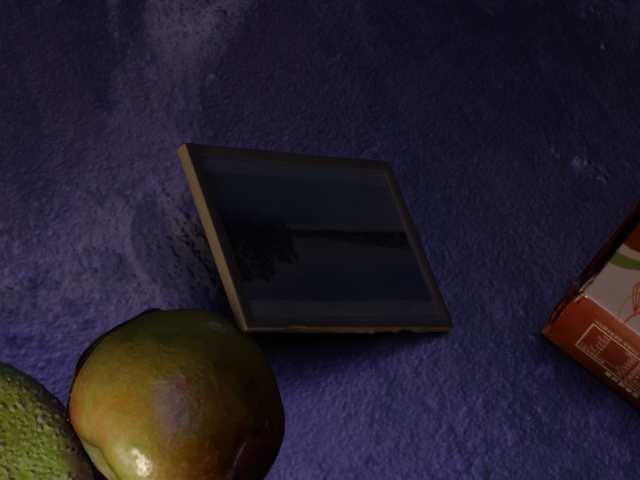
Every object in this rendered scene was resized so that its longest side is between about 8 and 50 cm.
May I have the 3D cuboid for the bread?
[{"bbox_3d":[-0.354,0.229,1.377,0.301,0.045,0.301,6,60,-10],"label":"bread"}]

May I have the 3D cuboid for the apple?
[{"bbox_3d":[-0.129,0.162,1.399,0.188,0.174,0.207,-33,89,-23],"label":"apple"}]

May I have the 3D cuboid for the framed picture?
[{"bbox_3d":[0.000,0.000,1.520,0.289,0.016,0.213,3,57,-42],"label":"framed picture"}]

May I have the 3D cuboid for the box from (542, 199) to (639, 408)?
[{"bbox_3d":[0.495,0.080,1.599,0.385,0.122,0.344,38,60,9],"label":"box"}]
